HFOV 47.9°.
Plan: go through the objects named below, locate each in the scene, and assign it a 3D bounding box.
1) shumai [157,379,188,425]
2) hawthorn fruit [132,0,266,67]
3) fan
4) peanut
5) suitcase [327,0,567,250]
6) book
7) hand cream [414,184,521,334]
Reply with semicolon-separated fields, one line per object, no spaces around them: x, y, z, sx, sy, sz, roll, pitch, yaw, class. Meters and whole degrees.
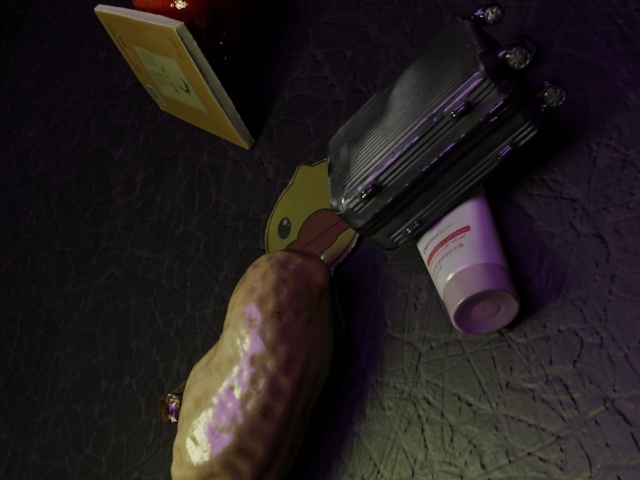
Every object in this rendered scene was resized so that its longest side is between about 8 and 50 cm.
-0.211;0.261;1.157;0.098;0.087;0.124;-13;62;43;shumai
-0.225;-0.433;1.375;0.254;0.254;0.300;-37;52;28;hawthorn fruit
-0.001;0.000;1.118;0.229;0.011;0.335;-38;49;29;fan
-0.089;0.194;1.005;0.192;0.169;0.387;17;83;54;peanut
0.143;-0.145;0.922;0.312;0.128;0.202;-42;27;26;suitcase
-0.289;-0.322;1.390;0.032;0.269;0.389;-43;40;-16;book
0.175;-0.003;0.902;0.133;0.083;0.248;-41;37;23;hand cream
